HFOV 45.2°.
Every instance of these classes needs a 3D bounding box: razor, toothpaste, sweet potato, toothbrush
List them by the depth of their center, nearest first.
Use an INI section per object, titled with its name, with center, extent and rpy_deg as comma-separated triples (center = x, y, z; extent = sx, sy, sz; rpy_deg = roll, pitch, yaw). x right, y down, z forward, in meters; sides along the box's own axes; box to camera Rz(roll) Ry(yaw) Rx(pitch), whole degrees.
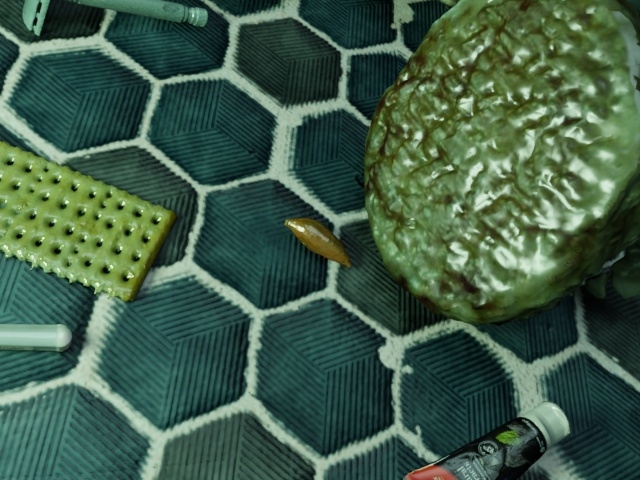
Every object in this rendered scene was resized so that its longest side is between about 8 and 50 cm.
[toothbrush]
center = -0.407, 0.088, 0.705
extent = 0.342, 0.025, 0.030
rpy_deg = 2, 64, -19
[toothpaste]
center = 0.183, 0.237, 0.817
extent = 0.193, 0.045, 0.071
rpy_deg = -23, 67, -25
[sweet potato]
center = 0.000, 0.000, 0.912
extent = 0.095, 0.034, 0.034
rpy_deg = 36, 52, -7
[razor]
center = -0.259, -0.311, 1.005
extent = 0.232, 0.106, 0.068
rpy_deg = 2, 57, -33

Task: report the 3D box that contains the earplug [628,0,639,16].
[earplug]
center = 0.572, -0.474, 1.375
extent = 0.324, 0.185, 0.185
rpy_deg = -2, 58, -13

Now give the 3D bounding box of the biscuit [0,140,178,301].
[biscuit]
center = -0.286, -0.025, 0.833
extent = 0.231, 0.016, 0.139
rpy_deg = 23, 51, -5

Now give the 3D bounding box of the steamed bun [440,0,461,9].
[steamed bun]
center = 0.216, -0.504, 1.146
extent = 0.268, 0.207, 0.280
rpy_deg = 31, 45, -34

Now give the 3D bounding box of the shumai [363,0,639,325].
[shumai]
center = 0.277, -0.093, 0.934
extent = 0.348, 0.395, 0.395
rpy_deg = 8, 51, -47
